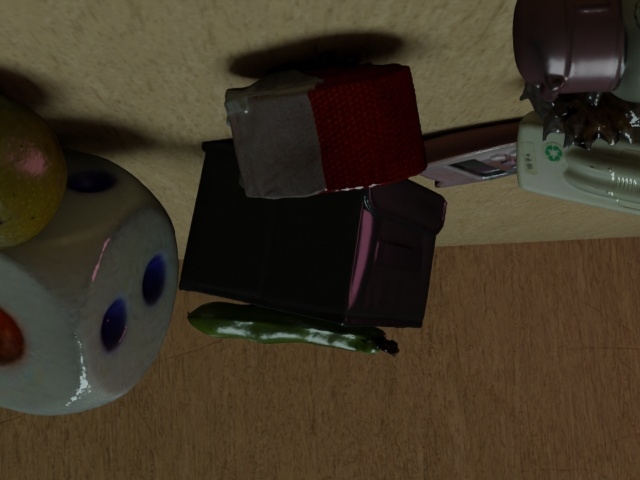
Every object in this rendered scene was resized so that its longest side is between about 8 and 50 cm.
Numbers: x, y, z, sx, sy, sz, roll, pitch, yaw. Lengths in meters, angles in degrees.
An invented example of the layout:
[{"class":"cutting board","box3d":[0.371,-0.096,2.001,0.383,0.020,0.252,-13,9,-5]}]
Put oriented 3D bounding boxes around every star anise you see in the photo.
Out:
[{"class":"star anise","box3d":[0.235,-0.178,0.952,0.148,0.218,0.227,27,145,30]}]

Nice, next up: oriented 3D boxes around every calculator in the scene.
[{"class":"calculator","box3d":[0.280,-0.126,1.374,0.330,0.048,0.220,-9,171,27]}]

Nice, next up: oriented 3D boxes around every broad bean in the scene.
[{"class":"broad bean","box3d":[-0.040,0.121,1.416,0.318,0.056,0.098,6,175,18]}]

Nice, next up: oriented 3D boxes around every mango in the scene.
[{"class":"mango","box3d":[-0.363,-0.075,0.961,0.176,0.175,0.329,-50,165,8]}]

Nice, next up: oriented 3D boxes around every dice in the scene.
[{"class":"dice","box3d":[-0.339,0.043,1.247,0.259,0.243,0.251,11,-148,16]}]

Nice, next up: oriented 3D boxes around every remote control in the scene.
[{"class":"remote control","box3d":[0.309,-0.070,1.041,0.230,0.090,0.049,16,-142,31]}]

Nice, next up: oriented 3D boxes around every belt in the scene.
[{"class":"belt","box3d":[-0.001,-0.113,0.960,0.201,0.124,0.128,-1,-164,36]}]

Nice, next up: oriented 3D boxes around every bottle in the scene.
[{"class":"bottle","box3d":[0.257,-0.155,0.735,0.233,0.110,0.110,-3,174,4]}]

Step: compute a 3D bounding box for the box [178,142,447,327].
[{"class":"box","box3d":[0.000,-0.001,1.425,0.251,0.204,0.345,10,179,24]}]
